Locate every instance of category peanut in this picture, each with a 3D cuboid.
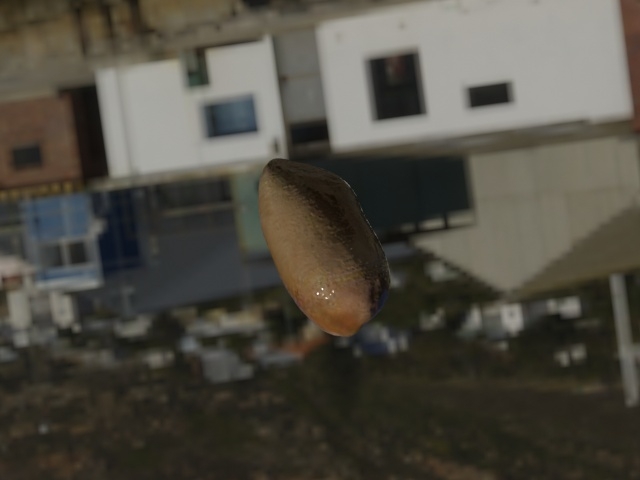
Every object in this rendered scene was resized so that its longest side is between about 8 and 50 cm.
[{"bbox_3d":[0.000,0.000,1.383,0.076,0.152,0.076,-20,153,-11],"label":"peanut"}]
